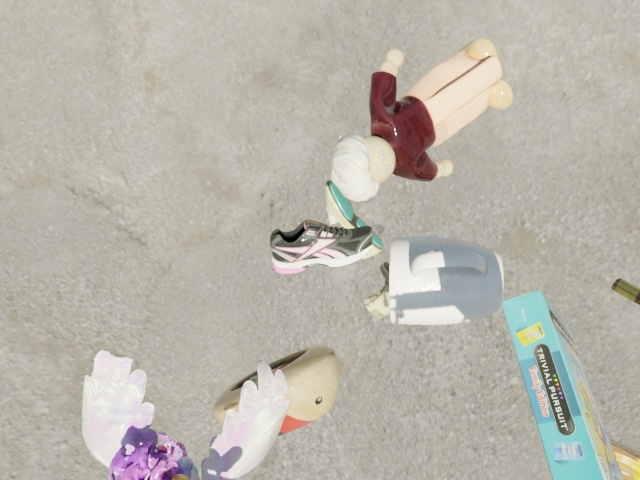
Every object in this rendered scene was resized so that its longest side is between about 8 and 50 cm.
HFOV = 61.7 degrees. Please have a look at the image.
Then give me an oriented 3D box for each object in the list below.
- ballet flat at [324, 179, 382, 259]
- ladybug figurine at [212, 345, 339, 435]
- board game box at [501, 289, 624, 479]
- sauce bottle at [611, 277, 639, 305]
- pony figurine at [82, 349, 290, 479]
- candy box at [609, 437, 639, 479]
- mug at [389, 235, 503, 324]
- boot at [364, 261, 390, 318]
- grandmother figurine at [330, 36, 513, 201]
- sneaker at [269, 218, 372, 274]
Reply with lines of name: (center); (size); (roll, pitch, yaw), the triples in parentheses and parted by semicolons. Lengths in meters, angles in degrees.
ballet flat: (0.069, -0.048, 1.442); (0.086, 0.086, 0.248); (-43, 106, -13)
ladybug figurine: (-0.115, 0.429, 1.471); (0.305, 0.449, 0.162); (-25, 86, -48)
board game box: (0.447, 0.291, 0.977); (0.079, 0.254, 0.336); (-23, 55, 25)
sauce bottle: (0.851, 0.149, 1.439); (0.042, 0.042, 0.128); (-39, 49, -11)
pony figurine: (-0.209, 0.358, 0.749); (0.302, 0.351, 0.363); (14, 18, -15)
candy box: (0.836, 0.754, 1.593); (0.183, 0.087, 0.316); (22, 96, 40)
mug: (0.379, 0.109, 1.619); (0.328, 0.374, 0.276); (0, 70, 12)
boot: (0.228, 0.189, 1.965); (0.165, 0.213, 0.077); (-24, 24, 25)
grandmother figurine: (0.140, -0.175, 0.779); (0.342, 0.104, 0.208); (-41, 104, -25)
sneaker: (0.000, 0.000, 0.872); (0.178, 0.077, 0.072); (-15, 29, -2)
